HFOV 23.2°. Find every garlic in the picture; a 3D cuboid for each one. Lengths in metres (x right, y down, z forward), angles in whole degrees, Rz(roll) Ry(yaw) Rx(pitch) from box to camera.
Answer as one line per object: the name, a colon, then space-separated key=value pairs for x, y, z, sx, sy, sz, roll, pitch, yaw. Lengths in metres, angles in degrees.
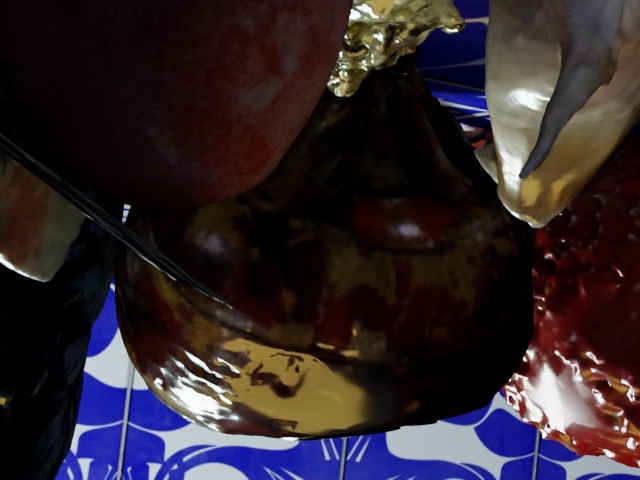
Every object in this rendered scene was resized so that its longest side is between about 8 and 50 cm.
garlic: x=0.102 y=-0.073 z=0.607 sx=0.090 sy=0.129 sz=0.198 roll=22 pitch=180 yaw=3

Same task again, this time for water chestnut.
water chestnut: x=0.000 y=0.000 z=1.005 sx=0.289 sy=0.244 sz=0.289 roll=-10 pitch=-174 yaw=1

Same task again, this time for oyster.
oyster: x=0.023 y=-0.113 z=0.728 sx=0.108 sy=0.053 sz=0.166 roll=-5 pitch=167 yaw=7

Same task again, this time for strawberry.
strawberry: x=0.233 y=0.036 z=1.128 sx=0.261 sy=0.261 sz=0.257 roll=9 pitch=167 yaw=-36

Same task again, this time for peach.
peach: x=-0.068 y=-0.092 z=0.577 sx=0.152 sy=0.152 sz=0.152 roll=6 pitch=176 yaw=0

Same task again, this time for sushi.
sushi: x=-0.193 y=-0.058 z=0.567 sx=0.343 sy=0.064 sz=0.359 roll=37 pitch=176 yaw=2

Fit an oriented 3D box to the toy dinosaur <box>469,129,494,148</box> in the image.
toy dinosaur: x=0.113 y=-0.070 z=1.276 sx=0.286 sy=0.070 sz=0.139 roll=13 pitch=-165 yaw=-45

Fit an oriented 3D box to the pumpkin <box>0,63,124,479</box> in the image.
pumpkin: x=-0.267 y=0.028 z=0.987 sx=0.266 sy=0.364 sz=0.363 roll=13 pitch=175 yaw=-9
